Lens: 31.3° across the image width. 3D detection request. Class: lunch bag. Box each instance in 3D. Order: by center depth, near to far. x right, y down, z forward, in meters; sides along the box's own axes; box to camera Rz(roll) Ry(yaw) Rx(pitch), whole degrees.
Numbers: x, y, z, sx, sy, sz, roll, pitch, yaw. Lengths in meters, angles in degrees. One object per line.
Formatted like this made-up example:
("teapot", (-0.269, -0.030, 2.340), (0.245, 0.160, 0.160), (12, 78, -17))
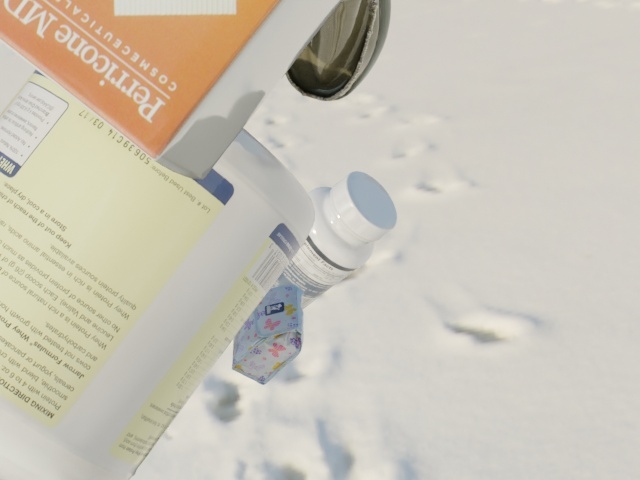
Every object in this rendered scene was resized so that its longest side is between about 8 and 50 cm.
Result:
("lunch bag", (-0.049, 0.087, 1.127), (0.083, 0.053, 0.071), (-41, 31, 28))

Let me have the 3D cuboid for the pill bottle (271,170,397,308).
("pill bottle", (0.000, 0.000, 1.343), (0.180, 0.108, 0.108), (-38, 1, 33))

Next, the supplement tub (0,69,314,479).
("supplement tub", (-0.184, 0.039, 0.836), (0.325, 0.235, 0.235), (-53, 26, -7))

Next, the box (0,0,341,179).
("box", (-0.053, -0.234, 0.619), (0.345, 0.215, 0.168), (-52, -1, 1))

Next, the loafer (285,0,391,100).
("loafer", (0.004, -0.201, 0.866), (0.094, 0.251, 0.087), (26, 47, 15))
